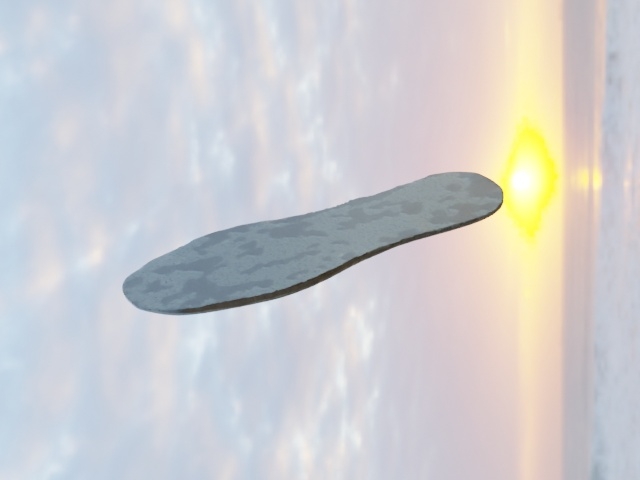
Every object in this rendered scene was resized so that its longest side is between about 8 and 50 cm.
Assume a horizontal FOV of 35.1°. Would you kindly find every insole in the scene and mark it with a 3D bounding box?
[{"bbox_3d":[0.000,0.000,0.488,0.065,0.193,0.006,-130,27,-53],"label":"insole"}]
